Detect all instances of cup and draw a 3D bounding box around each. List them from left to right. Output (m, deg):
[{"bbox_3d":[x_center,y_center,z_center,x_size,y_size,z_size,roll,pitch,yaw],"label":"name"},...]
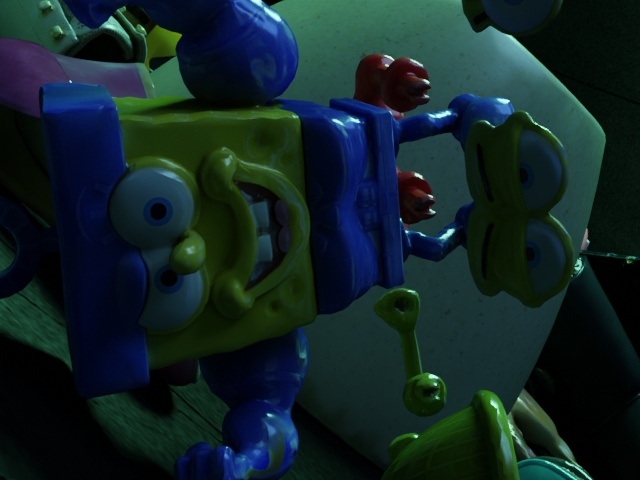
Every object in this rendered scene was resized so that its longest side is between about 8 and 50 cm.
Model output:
[{"bbox_3d":[0.038,-0.036,1.218,0.331,0.237,0.331,42,4,-4],"label":"cup"}]

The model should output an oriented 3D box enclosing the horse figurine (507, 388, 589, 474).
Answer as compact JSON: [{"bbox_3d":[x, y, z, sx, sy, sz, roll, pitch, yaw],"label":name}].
[{"bbox_3d":[0.145,0.152,1.499,0.174,0.066,0.263,49,0,-10],"label":"horse figurine"}]

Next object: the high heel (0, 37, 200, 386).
[{"bbox_3d":[-0.120,-0.018,0.884,0.117,0.082,0.244,1,40,-18],"label":"high heel"}]

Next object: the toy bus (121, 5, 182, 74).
[{"bbox_3d":[-0.147,-0.168,1.741,0.191,0.104,0.202,44,4,28],"label":"toy bus"}]

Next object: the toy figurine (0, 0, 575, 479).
[{"bbox_3d":[-0.039,0.012,0.750,0.191,0.217,0.362,-141,-135,-67],"label":"toy figurine"}]

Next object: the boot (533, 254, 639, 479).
[{"bbox_3d":[0.220,0.113,1.460,0.207,0.094,0.246,59,-11,-15],"label":"boot"}]

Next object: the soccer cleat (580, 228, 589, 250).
[{"bbox_3d":[0.147,0.052,1.688,0.095,0.083,0.248,27,-38,-9],"label":"soccer cleat"}]

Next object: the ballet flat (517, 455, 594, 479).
[{"bbox_3d":[0.211,0.231,1.150,0.280,0.095,0.096,45,-7,36],"label":"ballet flat"}]

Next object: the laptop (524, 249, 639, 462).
[{"bbox_3d":[0.294,0.081,1.596,0.264,0.136,0.234,7,-56,39],"label":"laptop"}]

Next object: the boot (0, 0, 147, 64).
[{"bbox_3d":[-0.154,-0.167,1.108,0.077,0.213,0.165,-6,39,-35],"label":"boot"}]
